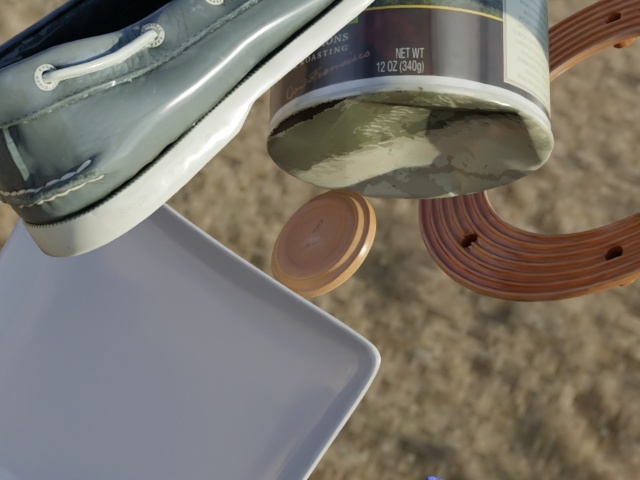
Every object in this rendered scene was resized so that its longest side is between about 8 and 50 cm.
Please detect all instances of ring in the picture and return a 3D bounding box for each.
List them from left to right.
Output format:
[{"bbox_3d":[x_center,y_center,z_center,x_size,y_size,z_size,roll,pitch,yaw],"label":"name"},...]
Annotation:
[{"bbox_3d":[0.226,-0.078,1.461,0.032,0.336,0.336,52,0,-34],"label":"ring"}]

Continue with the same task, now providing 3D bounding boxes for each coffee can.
[{"bbox_3d":[0.064,-0.191,1.381,0.202,0.275,0.201,0,-19,0],"label":"coffee can"}]

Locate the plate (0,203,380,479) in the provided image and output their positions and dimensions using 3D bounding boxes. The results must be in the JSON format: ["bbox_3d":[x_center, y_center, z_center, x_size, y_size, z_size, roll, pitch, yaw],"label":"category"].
[{"bbox_3d":[-0.130,0.117,1.328,0.277,0.278,0.045,34,9,17],"label":"plate"}]

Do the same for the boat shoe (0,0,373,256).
[{"bbox_3d":[-0.045,-0.132,0.911,0.116,0.319,0.099,1,-46,53],"label":"boat shoe"}]

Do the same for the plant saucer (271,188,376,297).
[{"bbox_3d":[0.000,0.000,1.312,0.013,0.083,0.083,43,2,-39],"label":"plant saucer"}]

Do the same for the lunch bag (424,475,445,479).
[{"bbox_3d":[0.150,0.363,1.503,0.138,0.221,0.293,9,28,-39],"label":"lunch bag"}]
